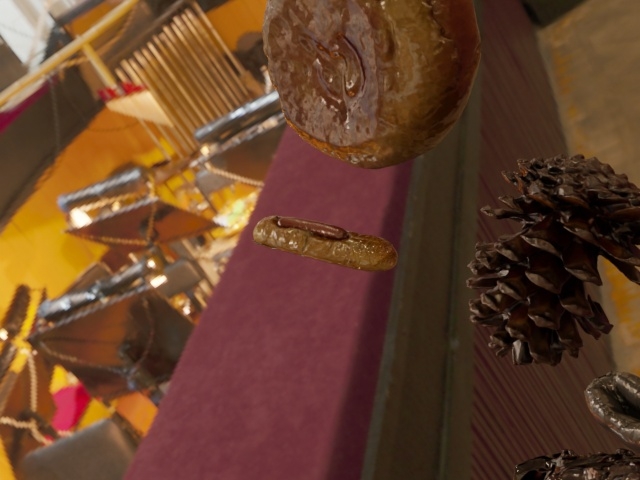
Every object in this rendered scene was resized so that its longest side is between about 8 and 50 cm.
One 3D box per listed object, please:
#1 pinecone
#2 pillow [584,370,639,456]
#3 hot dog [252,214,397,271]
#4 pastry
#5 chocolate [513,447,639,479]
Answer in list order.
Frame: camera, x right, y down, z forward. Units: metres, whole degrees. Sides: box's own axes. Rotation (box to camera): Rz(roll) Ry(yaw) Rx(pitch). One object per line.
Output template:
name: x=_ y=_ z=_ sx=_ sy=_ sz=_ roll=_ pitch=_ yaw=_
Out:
pinecone: x=0.309 y=0.033 z=1.122 sx=0.246 sy=0.246 sz=0.292 roll=-121 pitch=51 yaw=-67
pillow: x=0.508 y=0.303 z=1.132 sx=0.101 sy=0.228 sz=0.326 roll=-46 pitch=27 yaw=2
hot dog: x=0.000 y=0.000 z=1.126 sx=0.216 sy=0.047 sz=0.066 roll=13 pitch=27 yaw=35
pastry: x=0.067 y=-0.268 z=1.212 sx=0.356 sy=0.355 sz=0.164 roll=-9 pitch=14 yaw=45
chocolate: x=0.287 y=0.249 z=0.833 sx=0.133 sy=0.156 sz=0.156 roll=-55 pitch=6 yaw=41
